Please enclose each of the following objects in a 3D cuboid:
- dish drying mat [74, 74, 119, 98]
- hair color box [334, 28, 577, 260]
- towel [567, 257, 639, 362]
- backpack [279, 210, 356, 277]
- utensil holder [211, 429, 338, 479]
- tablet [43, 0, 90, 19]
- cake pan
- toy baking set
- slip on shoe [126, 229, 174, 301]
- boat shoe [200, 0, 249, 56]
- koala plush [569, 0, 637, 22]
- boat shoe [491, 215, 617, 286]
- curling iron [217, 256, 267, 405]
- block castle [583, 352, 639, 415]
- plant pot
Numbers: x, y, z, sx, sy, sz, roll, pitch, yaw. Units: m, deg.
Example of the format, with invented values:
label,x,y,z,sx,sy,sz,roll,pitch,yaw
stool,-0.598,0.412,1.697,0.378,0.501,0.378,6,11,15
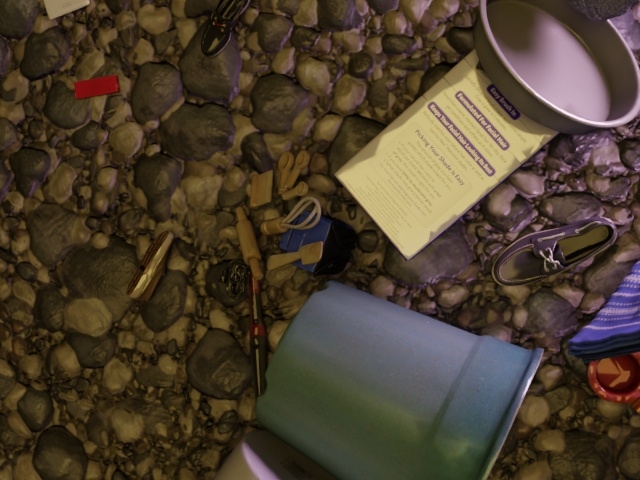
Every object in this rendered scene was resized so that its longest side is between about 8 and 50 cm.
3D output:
label,x,y,z,sx,sy,sz,roll,pitch,yaw
dish drying mat,-0.402,-0.275,1.345,0.083,0.008,0.032,-7,89,11
hair color box,0.210,-0.145,1.193,0.339,0.110,0.185,-41,83,9
towel,0.492,0.029,1.021,0.040,0.243,0.336,44,69,-1
backpack,0.000,0.000,1.225,0.101,0.120,0.098,30,99,28
utensil holder,-0.087,0.523,1.083,0.327,0.327,0.386,34,93,7
tablet,-0.460,-0.438,1.353,0.083,0.006,0.054,-18,88,9
cake pan,0.346,-0.275,1.111,0.293,0.293,0.054,49,142,6
toy baking set,-0.071,-0.036,1.196,0.197,0.030,0.256,-47,42,33
slip on shoe,-0.290,0.046,1.316,0.041,0.051,0.135,30,87,-32
boat shoe,-0.169,-0.378,1.287,0.049,0.042,0.133,34,98,6
koala plush,0.381,-0.449,1.065,0.221,0.196,0.203,27,81,-25
boat shoe,0.370,0.016,1.189,0.206,0.065,0.075,-23,87,9
curling iron,-0.121,0.164,1.291,0.068,0.035,0.274,-12,88,14
block castle,0.637,0.147,1.071,0.453,0.213,0.303,-42,84,7
plant pot,0.106,0.240,1.121,0.334,0.341,0.341,26,95,16
